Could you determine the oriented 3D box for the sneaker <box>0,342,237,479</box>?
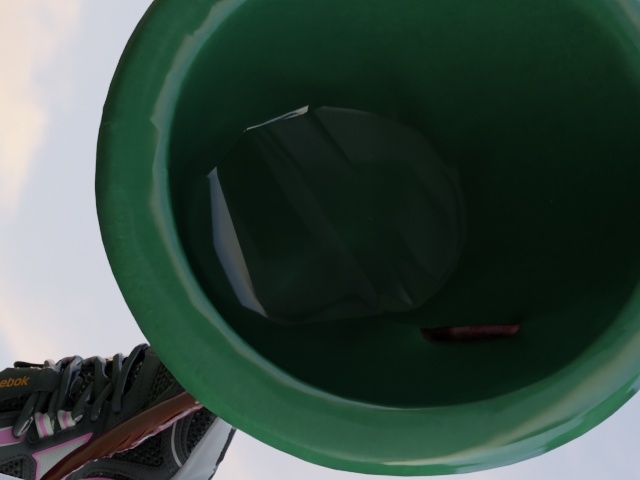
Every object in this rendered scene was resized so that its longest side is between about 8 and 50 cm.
[{"bbox_3d":[-0.088,0.072,0.688,0.178,0.077,0.072,-42,-162,40],"label":"sneaker"}]

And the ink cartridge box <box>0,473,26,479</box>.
[{"bbox_3d":[-0.024,0.169,0.528,0.045,0.223,0.224,-58,-150,23],"label":"ink cartridge box"}]

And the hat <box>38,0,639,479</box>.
[{"bbox_3d":[0.000,0.000,0.607,0.183,0.208,0.173,130,-45,-74],"label":"hat"}]
